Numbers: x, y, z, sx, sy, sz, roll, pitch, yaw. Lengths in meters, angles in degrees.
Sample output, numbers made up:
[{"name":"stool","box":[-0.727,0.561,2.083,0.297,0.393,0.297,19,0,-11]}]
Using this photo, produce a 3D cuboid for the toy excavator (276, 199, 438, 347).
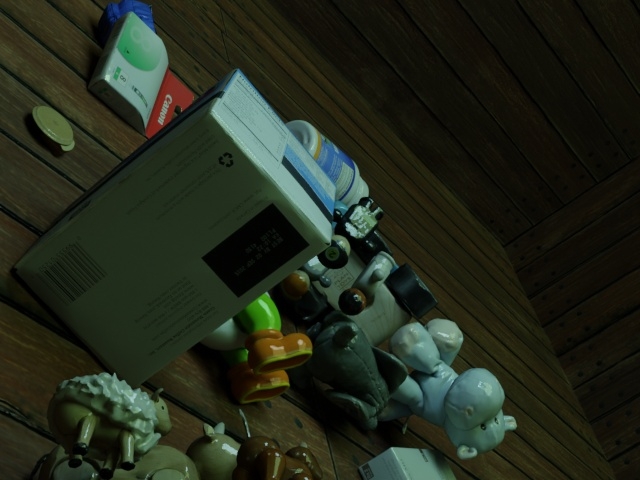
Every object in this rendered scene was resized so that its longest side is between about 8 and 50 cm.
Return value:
[{"name":"toy excavator","box":[0.000,0.000,2.096,0.433,0.222,0.445,49,4,-18]}]

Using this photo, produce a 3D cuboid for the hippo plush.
[{"name":"hippo plush","box":[0.227,0.321,1.914,0.236,0.234,0.294,40,-37,46]}]

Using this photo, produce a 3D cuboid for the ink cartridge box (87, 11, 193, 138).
[{"name":"ink cartridge box","box":[-0.316,-0.288,1.877,0.224,0.056,0.181,40,45,-35]}]

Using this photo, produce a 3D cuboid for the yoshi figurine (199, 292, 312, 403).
[{"name":"yoshi figurine","box":[-0.125,0.069,1.622,0.362,0.203,0.203,60,2,25]}]

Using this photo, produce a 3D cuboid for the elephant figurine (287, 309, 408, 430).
[{"name":"elephant figurine","box":[0.072,0.250,1.794,0.239,0.169,0.186,47,13,-11]}]

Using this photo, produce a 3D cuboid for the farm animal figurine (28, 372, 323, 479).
[{"name":"farm animal figurine","box":[-0.155,0.284,1.070,0.326,0.330,0.172,18,32,-14]}]

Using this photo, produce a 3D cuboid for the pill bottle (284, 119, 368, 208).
[{"name":"pill bottle","box":[-0.001,-0.161,2.406,0.272,0.152,0.152,35,26,-47]}]

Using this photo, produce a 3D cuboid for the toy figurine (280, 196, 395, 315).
[{"name":"toy figurine","box":[0.010,0.022,1.757,0.148,0.213,0.210,-49,141,-32]}]

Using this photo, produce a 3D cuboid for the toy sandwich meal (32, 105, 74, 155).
[{"name":"toy sandwich meal","box":[-0.414,-0.170,1.542,0.085,0.029,0.086,43,21,-21]}]

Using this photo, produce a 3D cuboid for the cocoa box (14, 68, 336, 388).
[{"name":"cocoa box","box":[-0.180,-0.020,1.337,0.231,0.347,0.228,49,18,-15]}]

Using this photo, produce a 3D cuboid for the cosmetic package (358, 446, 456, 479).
[{"name":"cosmetic package","box":[0.172,0.449,1.835,0.231,0.085,0.117,24,34,-61]}]

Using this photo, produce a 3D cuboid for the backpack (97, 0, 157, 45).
[{"name":"backpack","box":[-0.378,-0.401,1.964,0.101,0.098,0.120,2,48,-32]}]
